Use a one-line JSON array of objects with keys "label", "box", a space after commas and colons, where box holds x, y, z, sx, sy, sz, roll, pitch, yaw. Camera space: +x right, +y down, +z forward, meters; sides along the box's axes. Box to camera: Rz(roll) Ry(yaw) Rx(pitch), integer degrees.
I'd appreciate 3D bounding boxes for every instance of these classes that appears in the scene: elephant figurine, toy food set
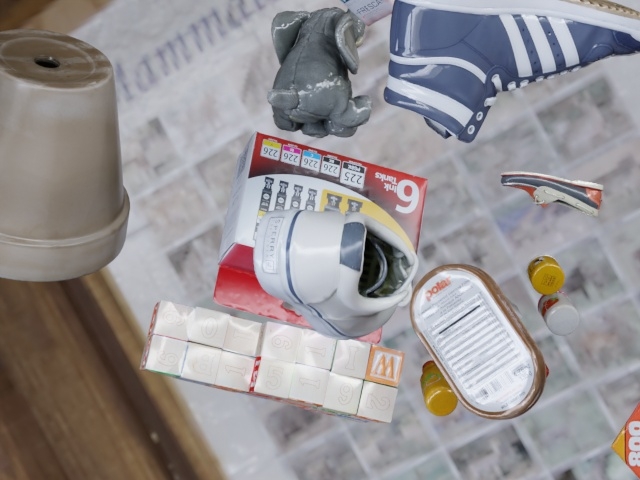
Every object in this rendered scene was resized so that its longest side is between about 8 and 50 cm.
[{"label": "elephant figurine", "box": [0.000, -0.286, 2.083, 0.169, 0.239, 0.186, 9, -11, -12]}, {"label": "toy food set", "box": [0.220, 0.115, 1.656, 0.232, 0.111, 0.104, -56, 13, 13]}]

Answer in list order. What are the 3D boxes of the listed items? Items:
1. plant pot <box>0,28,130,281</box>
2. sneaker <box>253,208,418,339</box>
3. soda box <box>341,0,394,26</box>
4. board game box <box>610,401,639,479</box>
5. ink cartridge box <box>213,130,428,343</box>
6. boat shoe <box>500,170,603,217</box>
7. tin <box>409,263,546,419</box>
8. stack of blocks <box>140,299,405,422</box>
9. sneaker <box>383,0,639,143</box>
[{"label": "plant pot", "box": [-0.422, -0.144, 2.008, 0.323, 0.323, 0.280, -28, -38, -50]}, {"label": "sneaker", "box": [0.033, 0.033, 1.093, 0.091, 0.094, 0.258, 6, -5, 20]}, {"label": "soda box", "box": [0.086, -0.362, 1.756, 0.058, 0.063, 0.183, -23, 36, 46]}, {"label": "board game box", "box": [0.499, 0.123, 0.919, 0.356, 0.356, 0.356, 3, -55, -37]}, {"label": "ink cartridge box", "box": [0.000, 0.000, 2.282, 0.309, 0.272, 0.130, 14, -22, -13]}, {"label": "boat shoe", "box": [0.295, -0.062, 1.763, 0.137, 0.043, 0.049, 10, 2, -7]}, {"label": "tin", "box": [0.175, 0.112, 1.537, 0.106, 0.190, 0.040, -35, -14, 10]}, {"label": "stack of blocks", "box": [-0.064, 0.149, 1.688, 0.297, 0.087, 0.171, 14, -9, -9]}, {"label": "sneaker", "box": [0.189, -0.169, 1.324, 0.282, 0.153, 0.099, 5, 16, -21]}]
